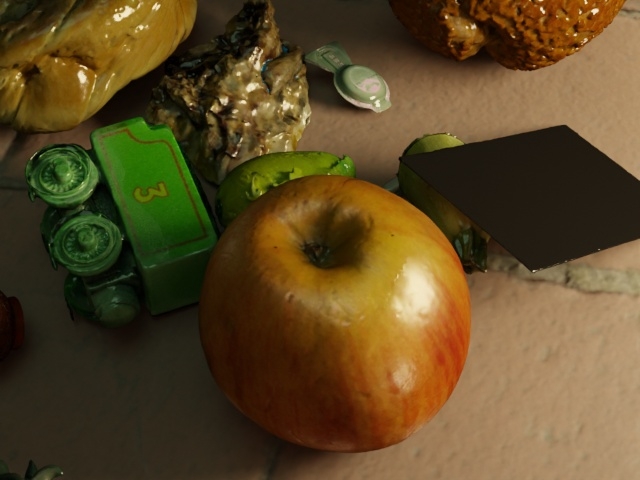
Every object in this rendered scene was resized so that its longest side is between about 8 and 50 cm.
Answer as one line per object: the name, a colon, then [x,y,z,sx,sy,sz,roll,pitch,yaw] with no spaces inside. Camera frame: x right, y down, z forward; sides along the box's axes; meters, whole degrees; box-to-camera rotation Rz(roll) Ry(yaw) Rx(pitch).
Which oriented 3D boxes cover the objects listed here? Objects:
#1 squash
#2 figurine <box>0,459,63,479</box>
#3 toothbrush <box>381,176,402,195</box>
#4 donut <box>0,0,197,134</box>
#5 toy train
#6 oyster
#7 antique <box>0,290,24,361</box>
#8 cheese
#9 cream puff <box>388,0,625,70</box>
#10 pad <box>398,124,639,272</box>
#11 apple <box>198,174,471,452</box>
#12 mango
squash: [0.145,-0.028,1.458,0.094,0.094,0.224,-11,30,-2]
figurine: [-0.326,0.373,1.219,0.261,0.186,0.382,19,64,31]
toothbrush: [0.000,0.000,1.539,0.263,0.026,0.022,-34,52,-18]
donut: [-0.334,-0.298,1.708,0.360,0.170,0.360,-6,50,7]
toy train: [-0.218,-0.022,1.520,0.188,0.132,0.243,-19,57,-13]
oyster: [-0.103,-0.179,1.651,0.214,0.083,0.223,-34,64,-14]
antique: [-0.376,0.092,1.471,0.104,0.104,0.104,-3,54,4]
cheese: [0.039,-0.200,1.668,0.067,0.026,0.120,-30,65,-34]
cream puff: [0.219,-0.310,1.616,0.303,0.212,0.303,4,23,-2]
pad: [0.248,-0.053,1.468,0.300,0.005,0.202,-15,47,-44]
apple: [0.015,0.068,1.363,0.286,0.233,0.286,-4,54,5]
mango: [-0.036,-0.049,1.527,0.178,0.100,0.119,-21,25,-35]
